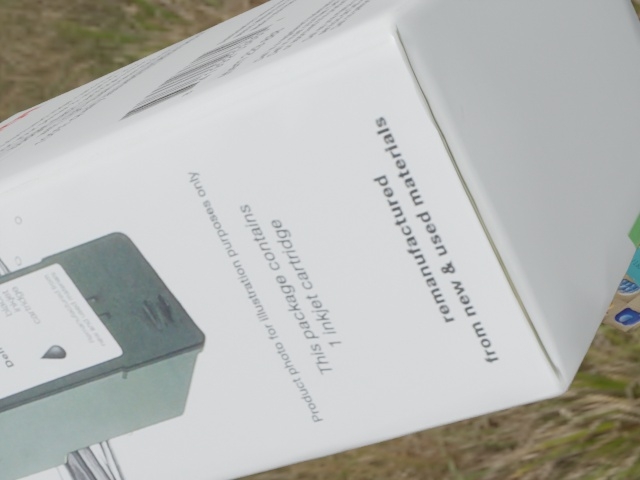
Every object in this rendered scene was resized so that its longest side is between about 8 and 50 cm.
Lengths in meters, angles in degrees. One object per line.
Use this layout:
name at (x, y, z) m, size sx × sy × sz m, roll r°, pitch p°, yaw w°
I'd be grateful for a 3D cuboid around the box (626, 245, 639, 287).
box at (0.269, -0.073, 0.951) m, size 0.244 × 0.100 × 0.060 m, roll -41°, pitch 38°, yaw 18°

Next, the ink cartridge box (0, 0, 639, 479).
ink cartridge box at (-0.036, -0.008, 0.568) m, size 0.289 × 0.211 × 0.121 m, roll -19°, pitch 105°, yaw 30°

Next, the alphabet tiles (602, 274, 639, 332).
alphabet tiles at (0.303, 0.015, 1.473) m, size 0.198 × 0.237 × 0.009 m, roll -44°, pitch 38°, yaw 39°
